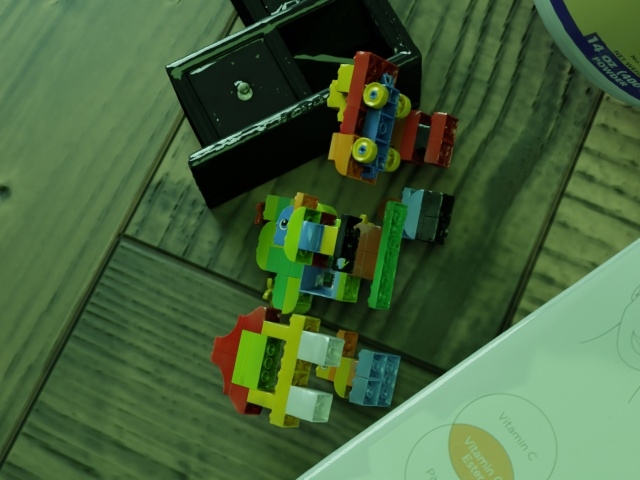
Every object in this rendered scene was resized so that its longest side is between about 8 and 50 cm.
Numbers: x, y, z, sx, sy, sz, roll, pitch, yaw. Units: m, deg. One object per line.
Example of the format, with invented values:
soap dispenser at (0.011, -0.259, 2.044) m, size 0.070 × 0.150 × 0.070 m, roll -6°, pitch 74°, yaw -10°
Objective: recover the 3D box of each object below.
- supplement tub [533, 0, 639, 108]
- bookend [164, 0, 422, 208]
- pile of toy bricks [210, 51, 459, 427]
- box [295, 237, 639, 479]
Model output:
supplement tub at (0.270, -0.193, 0.535) m, size 0.241 × 0.331 × 0.241 m, roll 0°, pitch 90°, yaw -15°
bookend at (-0.039, -0.130, 0.699) m, size 0.156 × 0.072 × 0.157 m, roll -26°, pitch 71°, yaw -5°
pile of toy bricks at (0.000, 0.000, 0.650) m, size 0.105 × 0.118 × 0.212 m, roll 11°, pitch 88°, yaw 36°
box at (0.182, 0.127, 0.548) m, size 0.345 × 0.168 × 0.215 m, roll -33°, pitch 72°, yaw -7°
